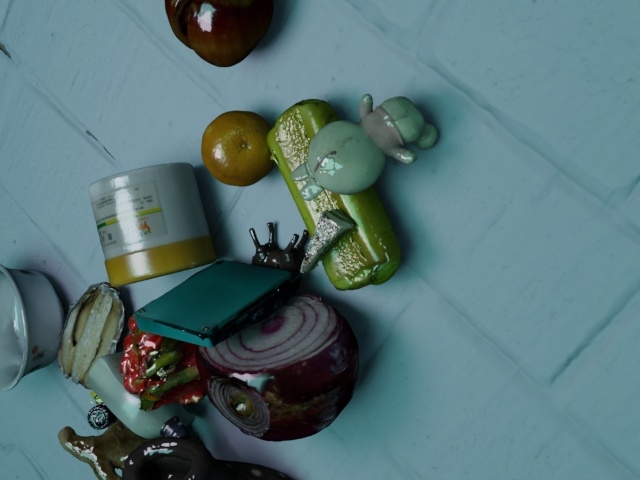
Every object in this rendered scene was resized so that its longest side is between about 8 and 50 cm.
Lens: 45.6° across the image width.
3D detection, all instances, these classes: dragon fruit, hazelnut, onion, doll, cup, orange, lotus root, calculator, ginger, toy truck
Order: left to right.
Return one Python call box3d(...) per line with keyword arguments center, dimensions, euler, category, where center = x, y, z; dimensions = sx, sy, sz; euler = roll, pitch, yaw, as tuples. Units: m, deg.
box3d(center=(-0.805, 0.216, 2.050), dimensions=(0.347, 0.163, 0.347), euler=(6, 100, 41), category="cup")
box3d(center=(-0.578, 0.233, 1.972), dimensions=(0.167, 0.078, 0.329), euler=(32, 116, 3), category="lotus root")
box3d(center=(-0.477, 0.485, 1.918), dimensions=(0.111, 0.136, 0.286), euler=(-39, 79, 4), category="toy truck")
box3d(center=(-0.442, 0.490, 1.810), dimensions=(0.080, 0.333, 0.166), euler=(115, 144, -46), category="ginger")
box3d(center=(-0.324, 0.248, 1.667), dimensions=(0.237, 0.303, 0.231), euler=(-8, 103, 4), category="dragon fruit")
box3d(center=(-0.207, 0.126, 1.526), dimensions=(0.248, 0.274, 0.058), euler=(5, 118, 39), category="calculator")
box3d(center=(-0.201, -0.468, 1.510), dimensions=(0.251, 0.217, 0.217), euler=(52, 123, 26), category="hazelnut")
box3d(center=(-0.166, -0.187, 1.562), dimensions=(0.136, 0.159, 0.159), euler=(-172, 71, -76), category="orange")
box3d(center=(-0.091, 0.046, 1.613), dimensions=(0.139, 0.057, 0.165), euler=(13, 115, 30), category="doll")
box3d(center=(-0.077, 0.273, 1.519), dimensions=(0.336, 0.282, 0.260), euler=(-2, 118, 25), category="onion")
box3d(center=(0.075, -0.170, 1.342), dimensions=(0.275, 0.113, 0.155), euler=(-28, 74, -10), category="doll")

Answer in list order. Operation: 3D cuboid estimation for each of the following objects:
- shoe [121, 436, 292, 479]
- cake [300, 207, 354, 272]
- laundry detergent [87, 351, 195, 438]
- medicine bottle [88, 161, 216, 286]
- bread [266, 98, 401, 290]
box3d(center=(-0.233, 0.535, 1.645), dimensions=(0.384, 0.171, 0.237), euler=(7, 148, 12), category="shoe")
box3d(center=(0.000, 0.000, 1.405), dimensions=(0.055, 0.051, 0.140), euler=(50, 123, 16), category="cake")
box3d(center=(-0.397, 0.381, 1.794), dimensions=(0.280, 0.215, 0.105), euler=(33, 96, 27), category="laundry detergent")
box3d(center=(-0.370, -0.034, 1.672), dimensions=(0.238, 0.238, 0.232), euler=(-15, 90, 35), category="medicine bottle")
box3d(center=(0.032, -0.088, 1.466), dimensions=(0.166, 0.112, 0.383), euler=(-31, 81, 37), category="bread")
